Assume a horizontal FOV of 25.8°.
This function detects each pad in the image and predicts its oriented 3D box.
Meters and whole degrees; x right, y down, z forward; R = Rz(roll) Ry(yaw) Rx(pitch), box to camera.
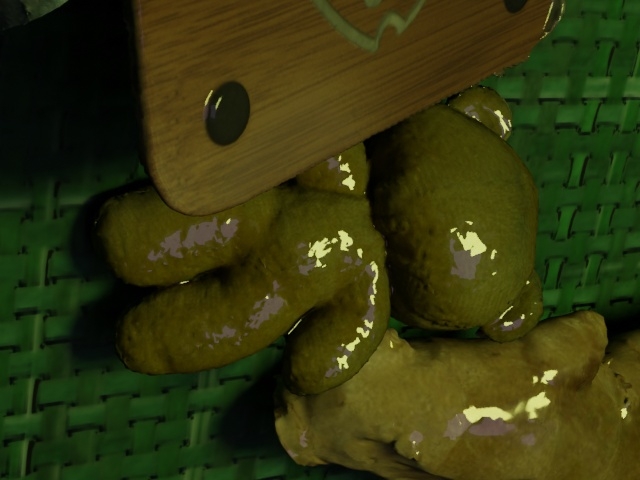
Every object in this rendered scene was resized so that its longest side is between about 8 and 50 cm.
[{"bbox_3d":[0.024,-0.175,0.544,0.286,0.018,0.284,-29,128,-43],"label":"pad"}]

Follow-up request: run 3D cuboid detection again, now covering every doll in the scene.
[{"bbox_3d":[0.000,0.000,0.640,0.209,0.097,0.137,-9,86,-15],"label":"doll"}]

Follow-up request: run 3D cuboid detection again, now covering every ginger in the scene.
[{"bbox_3d":[0.166,0.107,0.778,0.363,0.122,0.348,-36,138,-3],"label":"ginger"}]

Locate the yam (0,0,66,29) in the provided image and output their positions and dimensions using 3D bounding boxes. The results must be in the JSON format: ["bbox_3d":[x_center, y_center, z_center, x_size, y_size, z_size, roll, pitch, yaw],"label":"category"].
[{"bbox_3d":[-0.148,-0.181,0.427,0.093,0.093,0.259,-47,130,-8],"label":"yam"}]
